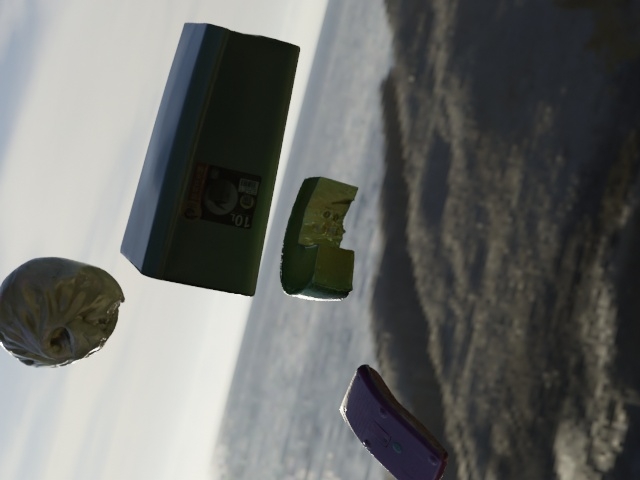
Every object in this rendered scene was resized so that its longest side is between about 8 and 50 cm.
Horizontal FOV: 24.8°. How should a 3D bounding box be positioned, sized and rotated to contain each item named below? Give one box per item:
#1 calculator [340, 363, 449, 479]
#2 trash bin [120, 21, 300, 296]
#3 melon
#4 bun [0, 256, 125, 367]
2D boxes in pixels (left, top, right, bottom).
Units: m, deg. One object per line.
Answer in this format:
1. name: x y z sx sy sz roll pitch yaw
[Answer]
1. calculator: 0.101 0.276 2.073 0.034 0.190 0.126 -26 -29 -35
2. trash bin: -0.151 -0.116 1.977 0.223 0.158 0.343 -150 71 -71
3. melon: 0.000 0.000 1.802 0.118 0.064 0.209 130 153 -50
4. bun: -0.390 0.118 2.176 0.128 0.193 0.178 -97 10 -52
